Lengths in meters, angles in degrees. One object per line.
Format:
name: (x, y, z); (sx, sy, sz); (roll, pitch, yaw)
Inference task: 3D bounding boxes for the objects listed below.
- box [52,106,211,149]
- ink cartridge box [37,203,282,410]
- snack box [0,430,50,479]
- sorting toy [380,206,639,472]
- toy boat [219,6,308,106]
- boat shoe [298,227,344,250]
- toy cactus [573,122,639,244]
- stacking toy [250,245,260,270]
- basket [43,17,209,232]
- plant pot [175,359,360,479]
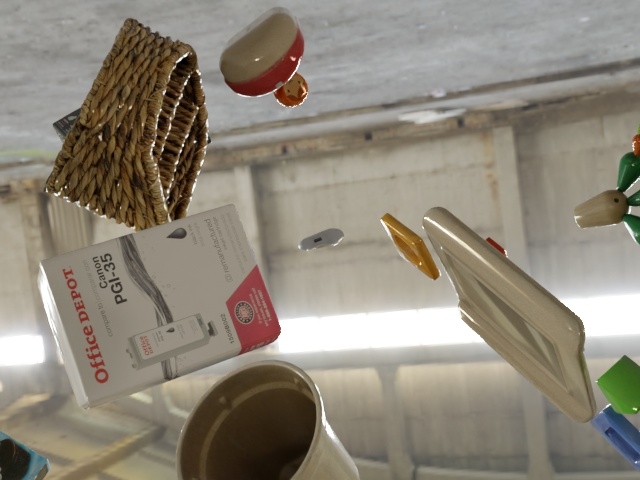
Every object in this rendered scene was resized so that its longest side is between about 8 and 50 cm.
box: (-0.398, -0.229, 1.768); (0.270, 0.165, 0.143); (-35, -139, -16)
ink cartridge box: (-0.226, 0.093, 1.164); (0.282, 0.207, 0.117); (-18, 172, -22)
snack box: (-0.710, 0.526, 1.630); (0.187, 0.322, 0.060); (28, 147, 9)
sorting toy: (0.180, 0.062, 0.751); (0.047, 0.347, 0.196); (-41, 145, -8)
toy boat: (-0.076, -0.289, 1.385); (0.151, 0.151, 0.231); (-35, -160, 10)
boat shoe: (0.000, 0.000, 1.738); (0.100, 0.035, 0.035); (-19, 180, -20)
toy cactus: (0.445, -0.060, 1.150); (0.180, 0.219, 0.112); (-20, 165, 39)
stacking toy: (-0.270, 0.113, 1.694); (0.301, 0.166, 0.175); (-6, -134, 8)
basket: (-0.258, -0.181, 1.295); (0.223, 0.299, 0.213); (26, 132, -16)
plant pot: (-0.076, 0.469, 1.724); (0.333, 0.334, 0.305); (-5, 140, 32)
